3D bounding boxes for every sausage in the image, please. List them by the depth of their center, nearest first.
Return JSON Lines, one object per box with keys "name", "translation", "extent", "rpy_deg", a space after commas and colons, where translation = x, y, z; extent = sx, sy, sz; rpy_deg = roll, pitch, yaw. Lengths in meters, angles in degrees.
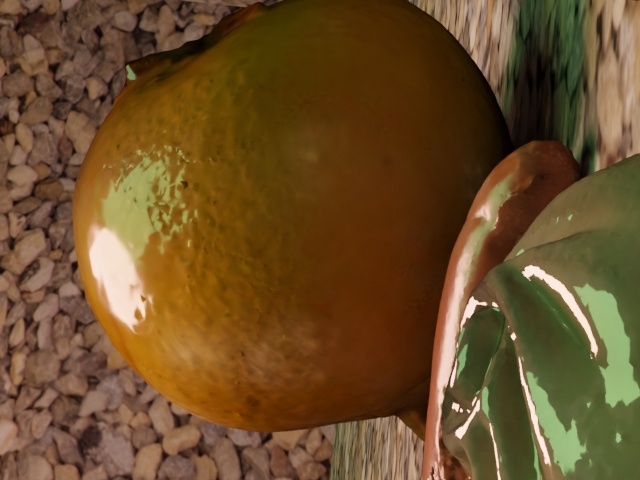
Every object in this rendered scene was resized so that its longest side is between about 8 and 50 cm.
{"name": "sausage", "translation": [0.101, 0.083, 1.013], "extent": [0.078, 0.078, 0.304], "rpy_deg": [-92, 8, -73]}

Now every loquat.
{"name": "loquat", "translation": [0.000, 0.000, 1.186], "extent": [0.359, 0.328, 0.328], "rpy_deg": [54, 179, -3]}

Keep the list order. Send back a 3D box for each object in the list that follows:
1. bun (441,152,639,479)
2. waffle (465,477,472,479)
{"name": "bun", "translation": [0.101, 0.052, 0.556], "extent": [0.173, 0.120, 0.172], "rpy_deg": [-173, 90, -89]}
{"name": "waffle", "translation": [0.099, 0.241, 0.882], "extent": [0.312, 0.060, 0.307], "rpy_deg": [102, 174, -55]}
